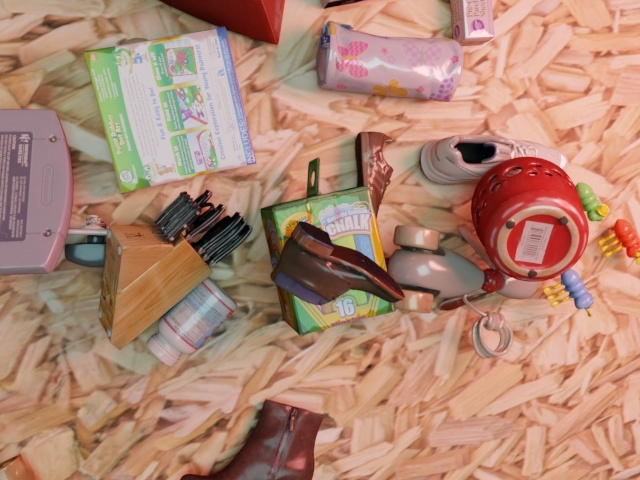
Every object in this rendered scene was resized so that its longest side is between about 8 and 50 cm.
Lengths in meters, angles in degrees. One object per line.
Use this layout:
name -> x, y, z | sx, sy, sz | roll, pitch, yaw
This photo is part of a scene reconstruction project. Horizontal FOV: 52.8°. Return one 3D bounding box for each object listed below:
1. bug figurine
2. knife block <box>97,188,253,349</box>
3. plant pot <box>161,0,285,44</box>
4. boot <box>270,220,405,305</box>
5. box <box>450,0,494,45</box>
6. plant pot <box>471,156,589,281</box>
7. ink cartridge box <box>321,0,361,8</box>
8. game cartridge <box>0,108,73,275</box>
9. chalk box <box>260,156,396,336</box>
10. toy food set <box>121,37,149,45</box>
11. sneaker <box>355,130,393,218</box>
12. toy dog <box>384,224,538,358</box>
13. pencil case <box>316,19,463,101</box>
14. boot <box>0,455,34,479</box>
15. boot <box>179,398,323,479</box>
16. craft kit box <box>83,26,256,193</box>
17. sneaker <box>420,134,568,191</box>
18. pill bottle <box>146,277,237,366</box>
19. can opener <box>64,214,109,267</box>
bug figurine -> 0.532, 0.006, 1.278 | 0.279, 0.072, 0.216 | -35, 91, -26
knife block -> -0.254, 0.047, 1.147 | 0.242, 0.088, 0.275 | -1, 117, -33
plant pot -> -0.179, -0.509, 1.077 | 0.236, 0.267, 0.267 | 8, 91, 2
boot -> 0.026, 0.065, 1.051 | 0.219, 0.082, 0.106 | 32, 107, -15
box -> 0.285, -0.546, 1.250 | 0.067, 0.063, 0.323 | -5, 93, -10
plant pot -> 0.370, -0.032, 1.133 | 0.191, 0.174, 0.191 | 2, 117, 4
ink cartridge box -> 0.045, -0.617, 1.201 | 0.166, 0.065, 0.332 | -14, 96, -10
game cartridge -> -0.515, -0.082, 1.068 | 0.196, 0.060, 0.294 | -3, 69, -7
chalk box -> 0.000, 0.000, 1.159 | 0.179, 0.180, 0.288 | -14, 94, -11
toy food set -> -0.326, -0.322, 1.161 | 0.083, 0.020, 0.083 | 41, 84, -10
sneaker -> 0.108, -0.114, 1.231 | 0.071, 0.066, 0.188 | -2, 93, -12
toy dog -> 0.242, 0.068, 1.246 | 0.334, 0.161, 0.220 | 31, 83, -25
pencil case -> 0.126, -0.331, 1.204 | 0.273, 0.113, 0.124 | 5, 72, -11
boot -> -0.563, 0.550, 1.120 | 0.236, 0.089, 0.269 | -32, 98, -19
boot -> -0.129, 0.400, 1.211 | 0.249, 0.090, 0.206 | 14, 77, -10
craft kit box -> -0.262, -0.230, 1.148 | 0.247, 0.061, 0.249 | -14, 101, -13
sneaker -> 0.349, -0.149, 1.245 | 0.297, 0.129, 0.110 | 0, 85, -13
pill bottle -> -0.234, 0.147, 1.164 | 0.087, 0.087, 0.160 | 45, 84, -9
can opener -> -0.483, -0.005, 1.115 | 0.281, 0.074, 0.093 | 5, 91, -11
